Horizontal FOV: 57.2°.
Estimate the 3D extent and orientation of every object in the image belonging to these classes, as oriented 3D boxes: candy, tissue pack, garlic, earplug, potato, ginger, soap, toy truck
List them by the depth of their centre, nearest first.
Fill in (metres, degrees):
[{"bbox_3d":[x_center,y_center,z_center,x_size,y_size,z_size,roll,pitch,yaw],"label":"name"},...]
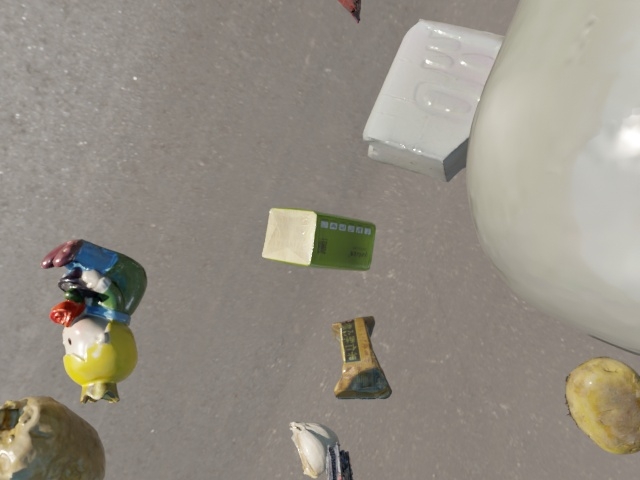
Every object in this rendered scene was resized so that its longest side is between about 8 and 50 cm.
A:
[{"bbox_3d":[0.277,-0.111,0.428,0.312,0.312,0.394,26,88,9],"label":"earplug"},{"bbox_3d":[0.016,0.209,0.503,0.024,0.083,0.032,-15,110,5],"label":"toy truck"},{"bbox_3d":[-0.438,0.345,0.953,0.152,0.267,0.138,17,58,18],"label":"ginger"},{"bbox_3d":[0.569,0.328,1.142,0.164,0.081,0.200,-28,93,7],"label":"potato"},{"bbox_3d":[0.096,0.311,1.541,0.143,0.271,0.101,-10,128,1],"label":"candy"},{"bbox_3d":[0.000,0.000,1.755,0.200,0.274,0.167,9,90,42],"label":"tissue pack"},{"bbox_3d":[0.362,-0.417,1.788,0.350,0.213,0.435,24,82,15],"label":"soap"},{"bbox_3d":[-0.010,0.654,1.886,0.142,0.229,0.178,-19,88,-10],"label":"garlic"}]

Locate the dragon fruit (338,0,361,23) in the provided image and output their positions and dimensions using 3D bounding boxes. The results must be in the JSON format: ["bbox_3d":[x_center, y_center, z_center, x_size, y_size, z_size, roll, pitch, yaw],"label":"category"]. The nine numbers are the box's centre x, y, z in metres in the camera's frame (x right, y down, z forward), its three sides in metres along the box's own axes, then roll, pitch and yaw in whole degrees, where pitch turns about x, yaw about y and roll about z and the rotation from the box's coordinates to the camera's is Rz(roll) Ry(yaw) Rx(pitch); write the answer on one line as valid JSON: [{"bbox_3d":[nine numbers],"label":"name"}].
[{"bbox_3d":[-0.004,-0.499,0.890,0.282,0.343,0.100,43,96,-5],"label":"dragon fruit"}]

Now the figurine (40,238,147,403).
[{"bbox_3d":[-0.364,0.129,0.919,0.127,0.185,0.234,-1,65,32],"label":"figurine"}]
